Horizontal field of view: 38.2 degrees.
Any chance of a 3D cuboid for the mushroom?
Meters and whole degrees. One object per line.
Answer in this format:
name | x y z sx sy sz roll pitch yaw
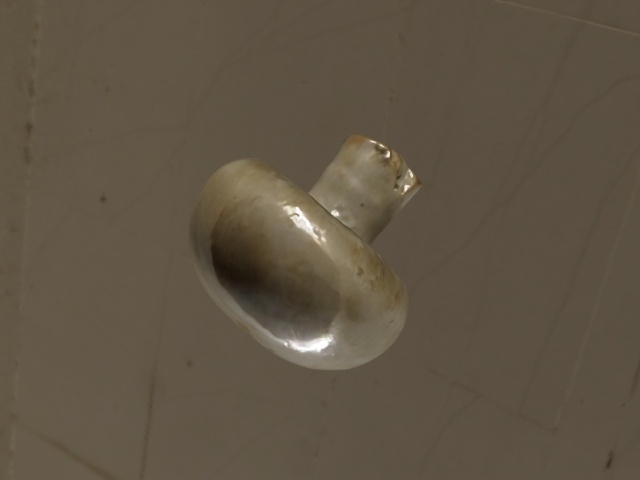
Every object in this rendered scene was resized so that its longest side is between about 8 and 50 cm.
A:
mushroom | 0.000 0.000 0.767 0.204 0.204 0.204 11 -73 39
